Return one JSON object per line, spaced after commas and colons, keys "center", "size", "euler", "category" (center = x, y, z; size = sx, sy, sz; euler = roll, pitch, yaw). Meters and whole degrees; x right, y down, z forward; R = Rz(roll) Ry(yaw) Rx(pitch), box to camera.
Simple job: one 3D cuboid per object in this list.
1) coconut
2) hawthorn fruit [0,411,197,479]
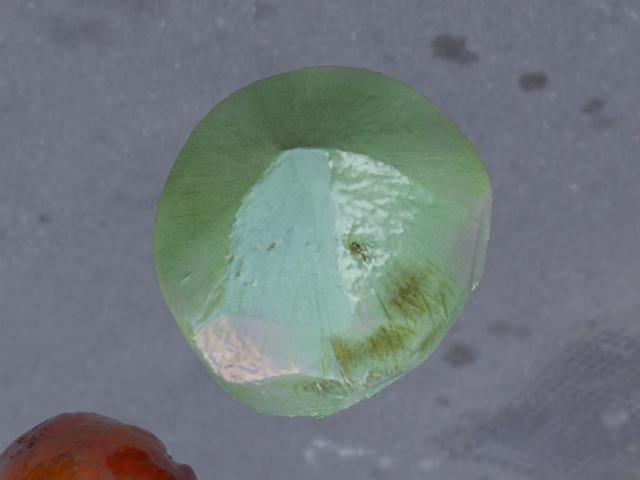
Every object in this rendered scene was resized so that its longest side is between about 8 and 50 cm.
{"center": [0.000, 0.000, 1.276], "size": [0.328, 0.281, 0.328], "euler": [-25, 153, -14], "category": "coconut"}
{"center": [-0.216, 0.326, 1.341], "size": [0.276, 0.307, 0.276], "euler": [18, 146, 12], "category": "hawthorn fruit"}
